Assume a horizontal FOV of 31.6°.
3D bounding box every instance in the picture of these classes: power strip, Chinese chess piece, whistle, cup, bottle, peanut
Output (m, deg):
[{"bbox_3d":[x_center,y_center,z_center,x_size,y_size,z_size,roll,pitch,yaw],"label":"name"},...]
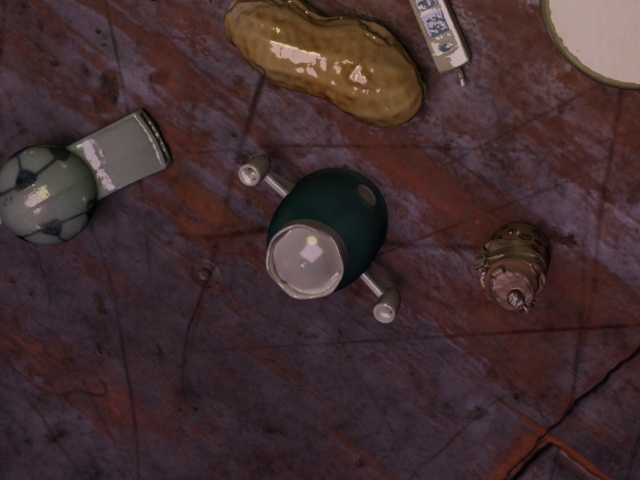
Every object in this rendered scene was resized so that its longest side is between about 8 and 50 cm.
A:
[{"bbox_3d":[0.153,-0.291,1.495,0.048,0.030,0.191,-19,104,23],"label":"power strip"},{"bbox_3d":[0.393,-0.308,1.380,0.250,0.101,0.250,6,112,14],"label":"Chinese chess piece"},{"bbox_3d":[-0.375,-0.081,1.663,0.290,0.163,0.163,-23,103,23],"label":"whistle"},{"bbox_3d":[0.000,0.000,1.577,0.299,0.173,0.167,45,115,-4],"label":"cup"},{"bbox_3d":[0.260,0.039,1.529,0.099,0.152,0.098,6,113,15],"label":"bottle"},{"bbox_3d":[0.006,-0.246,1.504,0.290,0.130,0.130,22,115,5],"label":"peanut"}]
